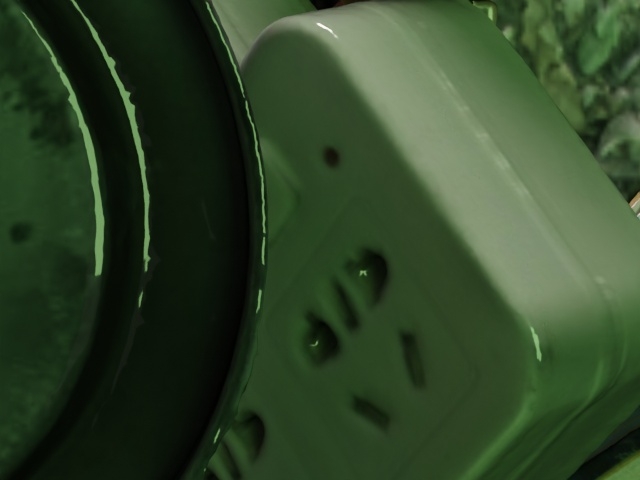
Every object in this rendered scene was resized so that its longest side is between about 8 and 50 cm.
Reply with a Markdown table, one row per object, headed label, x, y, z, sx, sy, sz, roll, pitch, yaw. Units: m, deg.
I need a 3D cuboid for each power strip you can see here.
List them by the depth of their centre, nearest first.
| label | x | y | z | sx | sy | sz | roll | pitch | yaw |
| --- | --- | --- | --- | --- | --- | --- | --- | --- | --- |
| power strip | 0.000 | 0.000 | 0.751 | 0.141 | 0.229 | 0.261 | -13 | 60 | -41 |

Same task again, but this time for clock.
| label | x | y | z | sx | sy | sz | roll | pitch | yaw |
| --- | --- | --- | --- | --- | --- | --- | --- | --- | --- |
| clock | -0.174 | -0.005 | 0.641 | 0.318 | 0.066 | 0.319 | 0 | 95 | 1 |

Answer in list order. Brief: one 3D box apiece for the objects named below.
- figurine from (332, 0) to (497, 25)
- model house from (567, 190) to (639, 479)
| label | x | y | z | sx | sy | sz | roll | pitch | yaw |
| --- | --- | --- | --- | --- | --- | --- | --- | --- | --- |
| figurine | 0.047 | -0.096 | 0.849 | 0.114 | 0.126 | 0.157 | 33 | 110 | 8 |
| model house | 0.208 | 0.061 | 0.892 | 0.271 | 0.206 | 0.178 | -38 | 110 | 10 |
